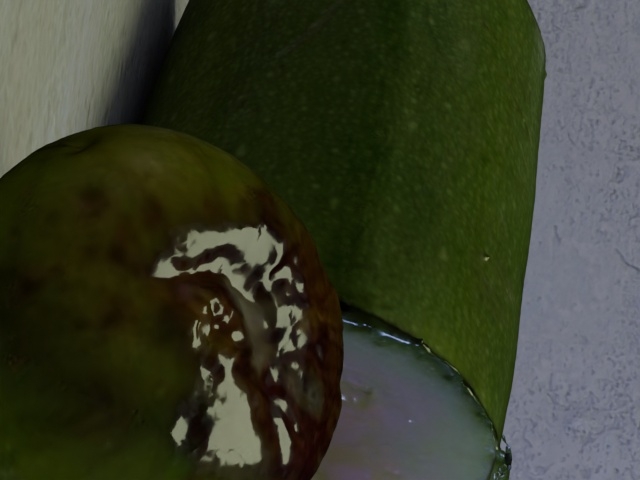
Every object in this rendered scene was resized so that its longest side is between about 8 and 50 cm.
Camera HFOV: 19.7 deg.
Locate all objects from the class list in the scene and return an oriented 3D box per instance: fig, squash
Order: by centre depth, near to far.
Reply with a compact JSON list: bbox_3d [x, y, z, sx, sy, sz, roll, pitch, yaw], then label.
[{"bbox_3d":[-0.080,0.050,0.776,0.191,0.181,0.181,137,-33,-57],"label":"fig"},{"bbox_3d":[0.000,0.000,1.144,0.384,0.263,0.263,-78,174,-48],"label":"squash"}]
